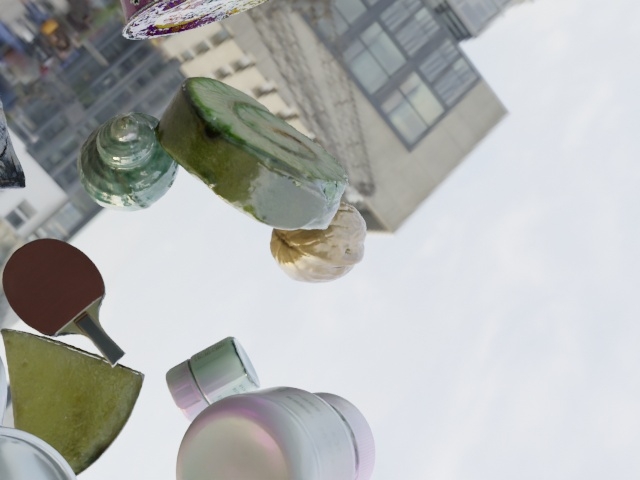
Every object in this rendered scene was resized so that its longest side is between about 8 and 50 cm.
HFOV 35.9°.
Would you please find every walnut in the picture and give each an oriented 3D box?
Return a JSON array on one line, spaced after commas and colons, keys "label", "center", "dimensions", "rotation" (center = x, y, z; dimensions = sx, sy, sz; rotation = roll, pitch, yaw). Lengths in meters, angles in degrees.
[{"label": "walnut", "center": [0.000, 0.000, 2.420], "dimensions": [0.260, 0.225, 0.225], "rotation": [1, 162, -43]}]

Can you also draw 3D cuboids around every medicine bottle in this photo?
[{"label": "medicine bottle", "center": [-0.059, 0.354, 1.577], "dimensions": [0.241, 0.241, 0.302], "rotation": [-34, 164, 21]}, {"label": "medicine bottle", "center": [-0.229, 0.294, 2.095], "dimensions": [0.168, 0.135, 0.135], "rotation": [-28, -163, 0]}]

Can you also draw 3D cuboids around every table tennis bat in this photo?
[{"label": "table tennis bat", "center": [-0.359, 0.091, 1.415], "dimensions": [0.130, 0.220, 0.019], "rotation": [-41, 174, -20]}]

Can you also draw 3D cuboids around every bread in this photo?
[{"label": "bread", "center": [-0.129, -0.161, 1.864], "dimensions": [0.129, 0.366, 0.382], "rotation": [-56, -148, 18]}]

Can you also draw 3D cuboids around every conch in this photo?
[{"label": "conch", "center": [-0.378, -0.163, 1.936], "dimensions": [0.195, 0.220, 0.277], "rotation": [-10, 162, -14]}]

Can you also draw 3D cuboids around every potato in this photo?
[{"label": "potato", "center": [-0.484, 0.316, 1.785], "dimensions": [0.112, 0.269, 0.255], "rotation": [149, -39, -80]}]

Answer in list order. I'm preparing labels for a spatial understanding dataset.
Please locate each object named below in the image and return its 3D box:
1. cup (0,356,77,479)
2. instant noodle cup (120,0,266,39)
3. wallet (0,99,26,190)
[{"label": "cup", "center": [-0.469, 0.305, 1.244], "dimensions": [0.274, 0.259, 0.357], "rotation": [-9, -106, 49]}, {"label": "instant noodle cup", "center": [-0.197, -0.501, 1.562], "dimensions": [0.339, 0.266, 0.340], "rotation": [-19, -177, 1]}, {"label": "wallet", "center": [-0.533, -0.227, 1.472], "dimensions": [0.041, 0.323, 0.247], "rotation": [-19, -177, 5]}]
